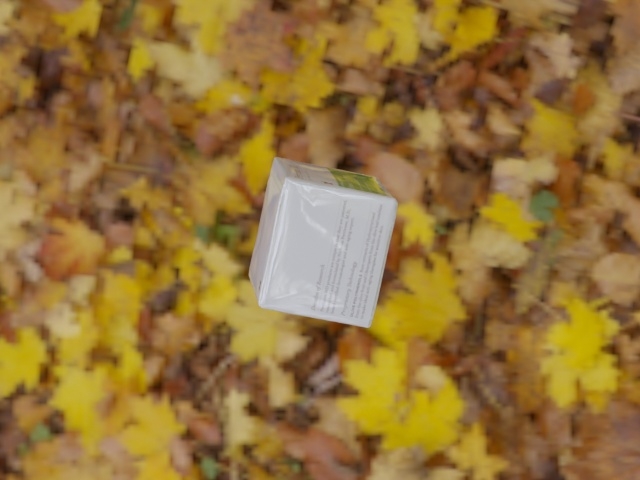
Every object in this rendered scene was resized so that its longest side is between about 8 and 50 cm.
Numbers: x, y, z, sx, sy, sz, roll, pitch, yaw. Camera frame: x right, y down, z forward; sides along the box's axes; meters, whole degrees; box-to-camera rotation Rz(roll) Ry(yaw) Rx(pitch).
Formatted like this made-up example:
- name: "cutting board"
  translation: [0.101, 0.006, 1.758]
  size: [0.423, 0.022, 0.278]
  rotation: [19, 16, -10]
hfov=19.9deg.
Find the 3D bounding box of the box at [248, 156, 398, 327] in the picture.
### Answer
- name: "box"
  translation: [0.000, 0.000, 1.359]
  size: [0.101, 0.087, 0.102]
  rotation: [-118, 39, -77]
